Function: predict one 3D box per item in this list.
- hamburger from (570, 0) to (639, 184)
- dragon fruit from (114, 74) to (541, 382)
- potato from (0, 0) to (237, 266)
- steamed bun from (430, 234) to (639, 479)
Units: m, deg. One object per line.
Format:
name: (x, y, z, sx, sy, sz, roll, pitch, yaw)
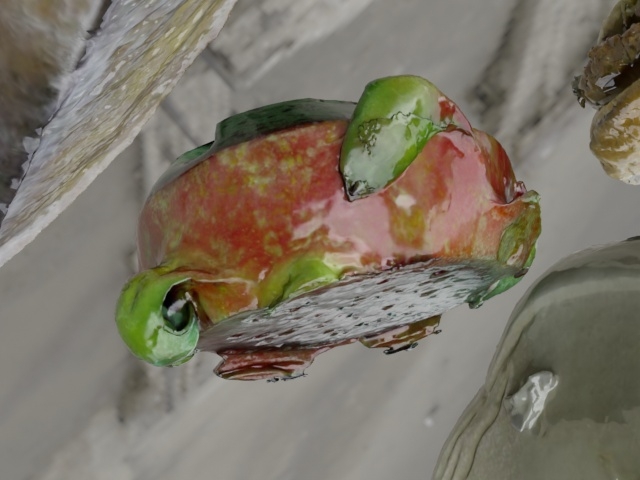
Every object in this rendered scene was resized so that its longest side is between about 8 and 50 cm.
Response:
hamburger: (0.354, -0.119, 1.435, 0.283, 0.145, 0.259, 20, 154, -28)
dragon fruit: (0.000, 0.000, 1.086, 0.295, 0.130, 0.268, -5, 165, -43)
potato: (-0.078, -0.094, 0.520, 0.100, 0.120, 0.261, -37, 175, -33)
steamed bun: (0.258, 0.101, 1.145, 0.383, 0.236, 0.247, -4, -179, 44)
